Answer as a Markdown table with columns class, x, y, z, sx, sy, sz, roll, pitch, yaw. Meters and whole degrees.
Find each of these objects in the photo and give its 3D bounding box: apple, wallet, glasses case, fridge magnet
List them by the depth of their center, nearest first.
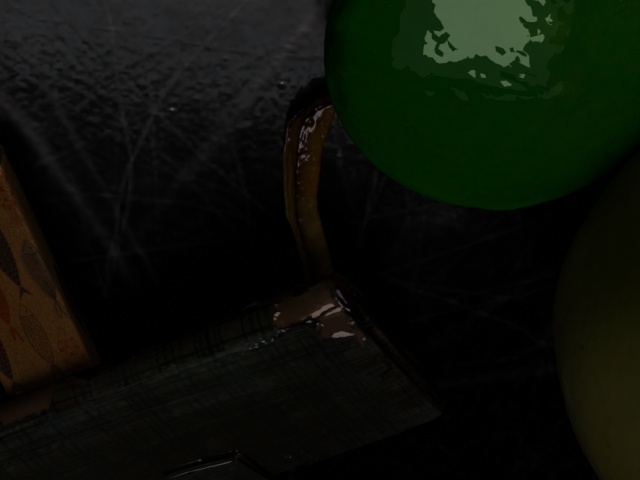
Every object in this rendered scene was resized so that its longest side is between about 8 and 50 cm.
| class | x | y | z | sx | sy | sz | roll | pitch | yaw |
| --- | --- | --- | --- | --- | --- | --- | --- | --- | --- |
| fridge magnet | 0.105 | -0.112 | 1.033 | 0.208 | 0.088 | 0.208 | -2 | 125 | -2 |
| apple | 0.266 | 0.057 | 1.053 | 0.279 | 0.279 | 0.279 | -1 | 124 | -2 |
| glasses case | -0.197 | 0.020 | 1.136 | 0.064 | 0.041 | 0.170 | -15 | 124 | 8 |
| wallet | -0.091 | 0.123 | 1.180 | 0.317 | 0.044 | 0.169 | -22 | 140 | 15 |

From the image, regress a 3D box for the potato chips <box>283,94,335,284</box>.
| class | x | y | z | sx | sy | sz | roll | pitch | yaw |
| --- | --- | --- | --- | --- | --- | --- | --- | --- | --- |
| potato chips | 0.000 | 0.000 | 1.142 | 0.037 | 0.026 | 0.204 | -13 | 124 | -10 |
